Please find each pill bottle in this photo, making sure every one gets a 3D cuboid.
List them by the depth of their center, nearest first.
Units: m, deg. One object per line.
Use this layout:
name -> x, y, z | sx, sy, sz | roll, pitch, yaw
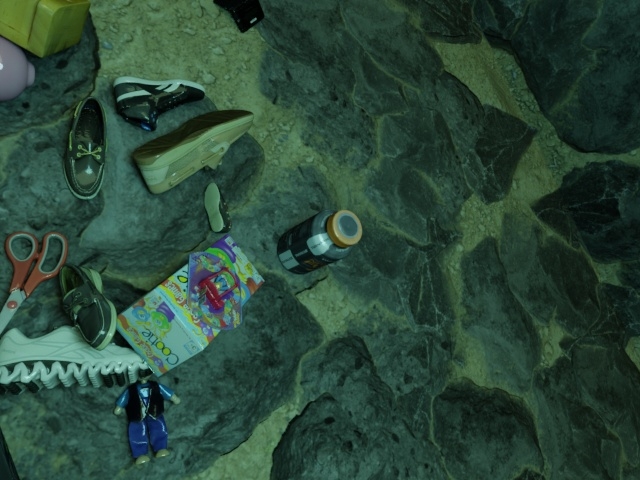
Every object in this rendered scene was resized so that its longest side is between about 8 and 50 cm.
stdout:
pill bottle -> 0.000, 0.000, 1.152 | 0.130, 0.245, 0.131 | 11, 68, -30

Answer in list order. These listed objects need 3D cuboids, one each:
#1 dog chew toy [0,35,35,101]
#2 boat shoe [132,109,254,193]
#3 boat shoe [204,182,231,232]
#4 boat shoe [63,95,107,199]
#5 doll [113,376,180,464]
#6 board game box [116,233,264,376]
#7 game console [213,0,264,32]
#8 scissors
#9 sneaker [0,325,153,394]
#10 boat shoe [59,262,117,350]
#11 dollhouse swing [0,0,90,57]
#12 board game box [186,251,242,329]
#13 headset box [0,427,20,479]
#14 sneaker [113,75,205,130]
dog chew toy -> -0.717, -0.341, 0.821 | 0.331, 0.206, 0.207 | 0, 74, -43
boat shoe -> -0.300, -0.232, 1.125 | 0.341, 0.121, 0.110 | -38, 134, -34
boat shoe -> -0.258, -0.081, 1.134 | 0.042, 0.048, 0.133 | 15, 56, -60
boat shoe -> -0.512, -0.205, 0.984 | 0.081, 0.068, 0.228 | 4, 72, -33
doll -> -0.352, 0.346, 0.922 | 0.129, 0.046, 0.189 | -7, 72, -26
board game box -> -0.258, 0.122, 0.935 | 0.144, 0.142, 0.275 | 53, 27, -8
game console -> -0.245, -0.702, 1.369 | 0.122, 0.071, 0.107 | -55, 137, -33
scissors -> -0.559, 0.108, 0.846 | 0.108, 0.021, 0.297 | 15, 55, -30
sneaker -> -0.453, 0.217, 0.855 | 0.292, 0.110, 0.118 | 5, 56, -24
boat shoe -> -0.446, 0.119, 0.844 | 0.080, 0.223, 0.073 | -49, 137, 3
dollhouse swing -> -0.603, -0.582, 0.823 | 0.346, 0.305, 0.315 | 29, 23, -22
board game box -> -0.194, 0.090, 0.879 | 0.133, 0.033, 0.169 | 33, 36, -40
headset box -> -0.581, 0.355, 0.628 | 0.246, 0.131, 0.283 | -20, 120, -36
sneaker -> -0.388, -0.327, 1.112 | 0.216, 0.079, 0.121 | -6, 81, -27
